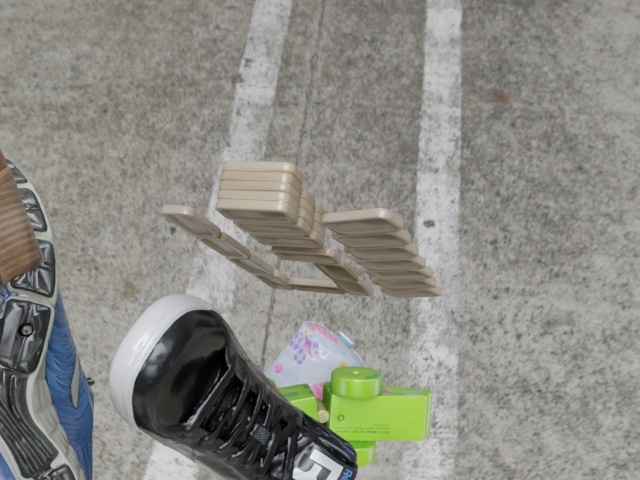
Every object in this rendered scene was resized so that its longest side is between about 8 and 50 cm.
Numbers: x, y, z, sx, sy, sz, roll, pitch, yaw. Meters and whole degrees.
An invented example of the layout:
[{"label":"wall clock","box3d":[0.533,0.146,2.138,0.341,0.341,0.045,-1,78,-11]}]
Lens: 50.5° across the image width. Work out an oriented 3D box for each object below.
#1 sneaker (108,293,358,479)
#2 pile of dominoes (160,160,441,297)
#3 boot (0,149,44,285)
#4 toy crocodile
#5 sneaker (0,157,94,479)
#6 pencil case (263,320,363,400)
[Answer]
[{"label":"sneaker","box3d":[-0.034,0.109,0.400,0.121,0.216,0.079,25,67,17]},{"label":"pile of dominoes","box3d":[0.000,0.000,0.596,0.196,0.251,0.040,3,73,21]},{"label":"boot","box3d":[-0.194,-0.031,0.253,0.073,0.197,0.152,-23,101,5]},{"label":"toy crocodile","box3d":[-0.022,0.222,0.868,0.341,0.105,0.115,-2,96,-9]},{"label":"sneaker","box3d":[-0.244,0.099,0.508,0.130,0.147,0.329,-9,85,-16]},{"label":"pencil case","box3d":[-0.051,0.254,1.021,0.113,0.124,0.273,40,98,36]}]
